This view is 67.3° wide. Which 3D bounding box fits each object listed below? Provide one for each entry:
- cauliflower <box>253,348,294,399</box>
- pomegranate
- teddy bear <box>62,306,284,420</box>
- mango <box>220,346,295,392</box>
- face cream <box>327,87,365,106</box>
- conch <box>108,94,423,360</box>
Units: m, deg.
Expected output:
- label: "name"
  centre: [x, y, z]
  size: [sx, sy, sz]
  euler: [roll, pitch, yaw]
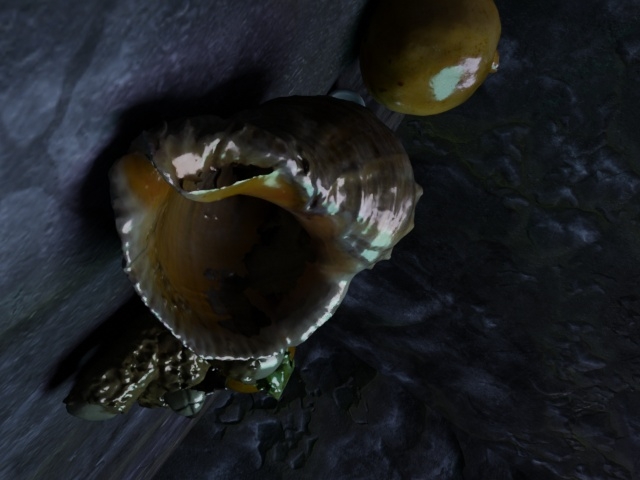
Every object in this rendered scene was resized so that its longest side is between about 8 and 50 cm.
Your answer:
- label: "cauliflower"
  centre: [-0.134, 0.198, 0.973]
  size: [0.275, 0.250, 0.272]
  euler: [-18, 153, -47]
- label: "pomegranate"
  centre: [0.173, -0.315, 0.786]
  size: [0.233, 0.233, 0.233]
  euler: [-55, 175, -6]
- label: "teddy bear"
  centre: [-0.209, 0.172, 0.681]
  size: [0.267, 0.156, 0.256]
  euler: [-8, 149, -25]
- label: "mango"
  centre: [-0.190, 0.287, 1.325]
  size: [0.263, 0.221, 0.378]
  euler: [-51, 166, -12]
- label: "face cream"
  centre: [0.055, -0.233, 0.968]
  size: [0.081, 0.082, 0.269]
  euler: [-56, 176, 6]
- label: "conch"
  centre: [-0.065, -0.028, 0.521]
  size: [0.353, 0.210, 0.296]
  euler: [14, 98, -39]
